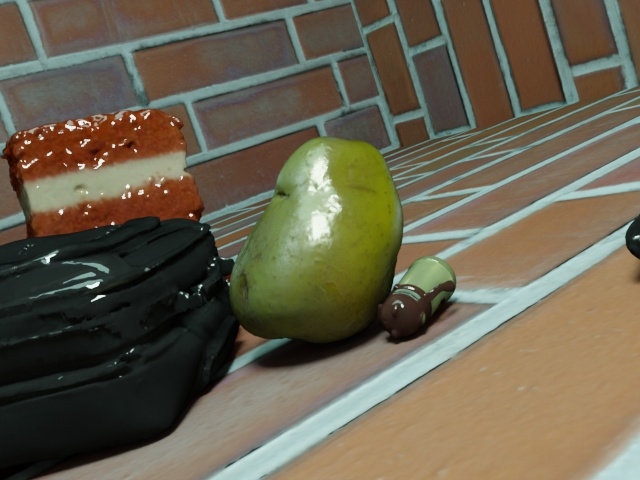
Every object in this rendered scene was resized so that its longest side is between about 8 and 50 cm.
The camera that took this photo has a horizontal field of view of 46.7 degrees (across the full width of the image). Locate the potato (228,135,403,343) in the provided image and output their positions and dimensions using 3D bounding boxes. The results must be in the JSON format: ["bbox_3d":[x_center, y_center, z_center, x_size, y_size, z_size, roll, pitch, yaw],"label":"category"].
[{"bbox_3d":[0.000,0.000,0.681,0.157,0.193,0.157,10,-5,1],"label":"potato"}]

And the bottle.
[{"bbox_3d":[0.082,0.053,0.647,0.101,0.047,0.063,-39,-22,-56],"label":"bottle"}]

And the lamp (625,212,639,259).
[{"bbox_3d":[0.415,-0.130,0.513,0.272,0.373,0.205,22,21,25],"label":"lamp"}]

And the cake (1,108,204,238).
[{"bbox_3d":[-0.356,-0.038,1.253,0.270,0.319,0.269,-16,4,-23],"label":"cake"}]

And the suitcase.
[{"bbox_3d":[-0.250,0.091,0.722,0.340,0.188,0.345,-12,7,6],"label":"suitcase"}]

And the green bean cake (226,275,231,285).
[{"bbox_3d":[-0.155,0.076,0.963,0.136,0.056,0.135,-19,10,-5],"label":"green bean cake"}]
